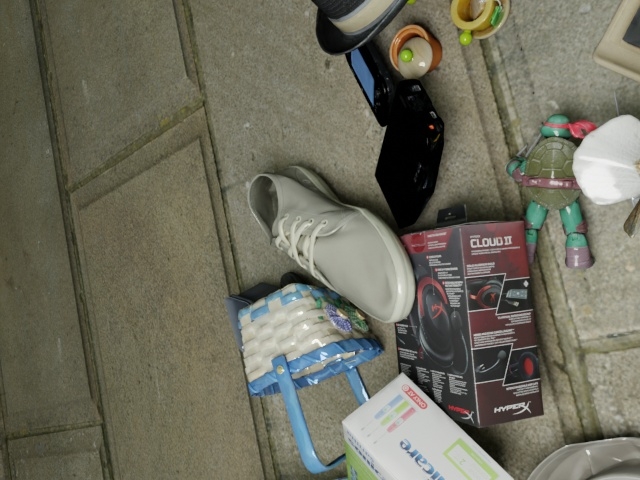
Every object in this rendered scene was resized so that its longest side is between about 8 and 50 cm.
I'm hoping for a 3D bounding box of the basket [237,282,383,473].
[{"bbox_3d":[-0.003,0.219,1.075,0.201,0.254,0.289,-25,76,21],"label":"basket"}]

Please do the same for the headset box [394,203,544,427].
[{"bbox_3d":[0.198,0.097,0.941,0.218,0.110,0.294,166,99,-69],"label":"headset box"}]

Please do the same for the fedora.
[{"bbox_3d":[0.040,-0.443,0.972,0.334,0.152,0.334,-43,35,41],"label":"fedora"}]

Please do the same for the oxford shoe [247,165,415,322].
[{"bbox_3d":[0.000,0.000,1.082,0.449,0.130,0.169,44,133,49],"label":"oxford shoe"}]

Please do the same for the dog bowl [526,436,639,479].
[{"bbox_3d":[0.414,0.409,0.796,0.348,0.102,0.349,-3,86,48],"label":"dog bowl"}]

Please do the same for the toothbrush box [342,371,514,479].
[{"bbox_3d":[0.145,0.361,0.952,0.206,0.122,0.283,41,155,33],"label":"toothbrush box"}]

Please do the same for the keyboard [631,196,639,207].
[{"bbox_3d":[0.512,-0.054,0.775,0.256,0.014,0.072,-19,79,41],"label":"keyboard"}]

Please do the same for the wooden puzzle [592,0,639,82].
[{"bbox_3d":[0.476,-0.288,0.778,0.221,0.044,0.239,40,116,34],"label":"wooden puzzle"}]

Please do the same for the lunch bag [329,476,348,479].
[{"bbox_3d":[0.027,0.499,1.053,0.224,0.279,0.108,48,121,42],"label":"lunch bag"}]

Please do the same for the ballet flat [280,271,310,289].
[{"bbox_3d":[-0.014,0.126,1.238,0.057,0.049,0.173,-42,68,8],"label":"ballet flat"}]

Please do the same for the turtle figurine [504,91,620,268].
[{"bbox_3d":[0.321,-0.083,0.883,0.175,0.118,0.234,12,105,41],"label":"turtle figurine"}]

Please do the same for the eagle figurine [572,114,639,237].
[{"bbox_3d":[0.449,-0.060,0.680,0.225,0.226,0.298,-38,17,-2],"label":"eagle figurine"}]

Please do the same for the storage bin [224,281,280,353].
[{"bbox_3d":[-0.110,0.150,1.260,0.098,0.091,0.135,10,124,41],"label":"storage bin"}]

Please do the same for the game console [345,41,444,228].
[{"bbox_3d":[0.101,-0.213,1.061,0.213,0.043,0.361,99,154,-55],"label":"game console"}]

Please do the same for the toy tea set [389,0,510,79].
[{"bbox_3d":[0.186,-0.412,0.977,0.200,0.124,0.336,15,101,40],"label":"toy tea set"}]
